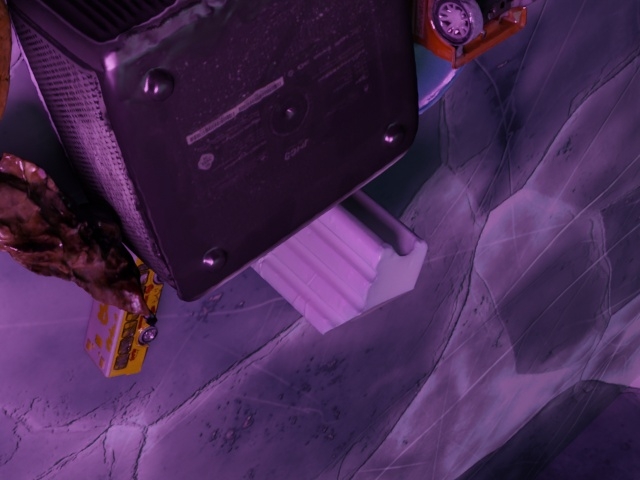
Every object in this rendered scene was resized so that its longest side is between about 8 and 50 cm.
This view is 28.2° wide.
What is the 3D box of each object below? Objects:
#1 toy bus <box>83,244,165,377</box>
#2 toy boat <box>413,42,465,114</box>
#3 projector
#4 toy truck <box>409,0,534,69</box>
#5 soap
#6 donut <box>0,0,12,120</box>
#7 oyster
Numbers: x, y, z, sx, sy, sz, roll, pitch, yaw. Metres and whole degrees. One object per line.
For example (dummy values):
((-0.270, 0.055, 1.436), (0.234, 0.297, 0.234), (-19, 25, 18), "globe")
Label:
((-0.253, 0.072, 1.678), (0.074, 0.081, 0.226), (-10, 132, -37), "toy bus")
((0.138, -0.253, 1.804), (0.109, 0.098, 0.238), (36, 107, -19), "toy boat")
((-0.100, -0.197, 1.447), (0.395, 0.242, 0.405), (-35, 142, -19), "projector")
((0.161, -0.428, 1.555), (0.173, 0.207, 0.387), (-34, 139, -35), "toy truck")
((0.000, 0.000, 1.702), (0.095, 0.289, 0.173), (-10, 129, -40), "soap")
((-0.391, -0.163, 1.184), (0.261, 0.208, 0.128), (-63, 174, 29), "donut")
((-0.308, -0.026, 1.391), (0.096, 0.221, 0.361), (-60, 148, -4), "oyster")
